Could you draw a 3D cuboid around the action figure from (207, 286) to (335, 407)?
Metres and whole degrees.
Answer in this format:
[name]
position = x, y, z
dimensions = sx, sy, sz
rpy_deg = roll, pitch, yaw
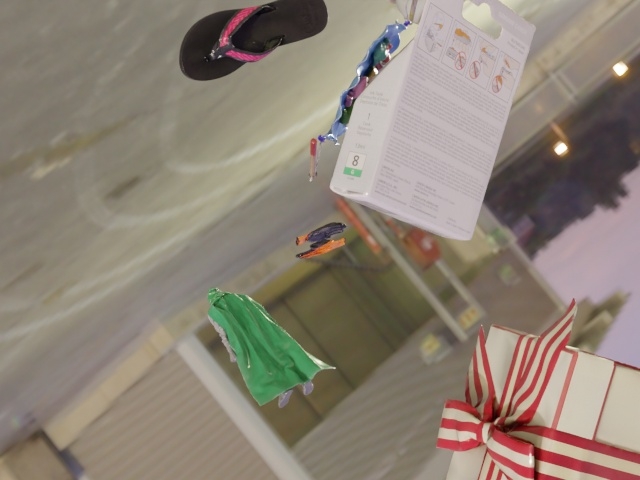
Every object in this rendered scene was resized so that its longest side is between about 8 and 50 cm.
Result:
[action figure]
position = -0.102, 0.150, 1.819
dimensions = 0.137, 0.232, 0.063
rpy_deg = -20, 143, -34

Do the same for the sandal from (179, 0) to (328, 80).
[sandal]
position = -0.071, -0.226, 1.305
dimensions = 0.179, 0.067, 0.040
rpy_deg = -24, -162, -13

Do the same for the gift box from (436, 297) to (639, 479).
[gift box]
position = 0.279, 0.213, 1.301
dimensions = 0.255, 0.258, 0.276
rpy_deg = 175, -70, -74

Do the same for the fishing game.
[fishing game]
position = 0.063, -0.196, 1.537
dimensions = 0.264, 0.041, 0.189
rpy_deg = -57, 174, -15

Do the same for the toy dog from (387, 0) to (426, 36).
[toy dog]
position = 0.230, -0.473, 1.974
dimensions = 0.334, 0.220, 0.161
rpy_deg = -61, 164, 3

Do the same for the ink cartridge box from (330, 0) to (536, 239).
[ink cartridge box]
position = 0.109, -0.127, 1.127
dimensions = 0.181, 0.056, 0.225
rpy_deg = 20, 84, -49

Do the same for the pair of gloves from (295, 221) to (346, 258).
[pair of gloves]
position = 0.000, 0.000, 1.664
dimensions = 0.074, 0.010, 0.083
rpy_deg = -20, 157, -9
